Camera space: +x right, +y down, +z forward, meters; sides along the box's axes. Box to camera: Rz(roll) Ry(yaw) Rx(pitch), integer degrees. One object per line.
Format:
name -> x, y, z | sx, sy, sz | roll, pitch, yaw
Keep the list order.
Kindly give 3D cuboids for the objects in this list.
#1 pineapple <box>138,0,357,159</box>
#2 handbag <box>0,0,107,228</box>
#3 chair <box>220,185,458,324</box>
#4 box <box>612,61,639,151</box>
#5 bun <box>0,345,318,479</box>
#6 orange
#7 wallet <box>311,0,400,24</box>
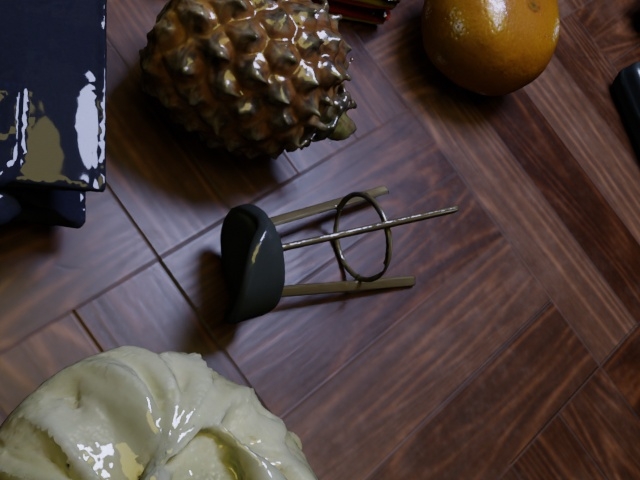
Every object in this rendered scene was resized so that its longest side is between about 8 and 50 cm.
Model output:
pineapple -> -0.049, -0.146, 0.699 | 0.193, 0.166, 0.166 | 33, 57, -15
handbag -> -0.314, -0.158, 0.585 | 0.303, 0.122, 0.329 | 4, 66, -28
chair -> 0.001, 0.001, 0.705 | 0.221, 0.104, 0.095 | -14, 50, -36
box -> 0.463, -0.115, 1.016 | 0.160, 0.050, 0.230 | -7, 73, -30
bun -> -0.100, 0.192, 0.524 | 0.259, 0.160, 0.259 | 9, 68, -24
orange -> 0.179, -0.231, 0.876 | 0.156, 0.124, 0.156 | 4, 83, -34
wallet -> -0.034, -0.307, 0.824 | 0.241, 0.067, 0.141 | 2, 73, -25
